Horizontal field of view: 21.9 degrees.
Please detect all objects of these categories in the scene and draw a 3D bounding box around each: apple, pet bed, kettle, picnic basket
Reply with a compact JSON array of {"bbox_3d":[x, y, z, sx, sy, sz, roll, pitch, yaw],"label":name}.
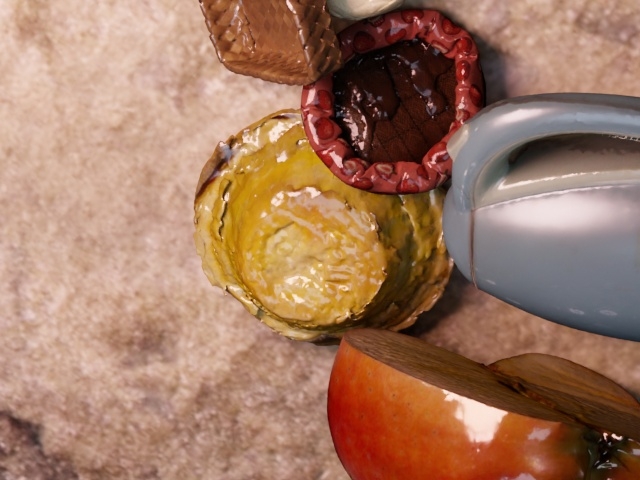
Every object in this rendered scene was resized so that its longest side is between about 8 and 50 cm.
[{"bbox_3d":[0.195,0.193,1.666,0.329,0.365,0.295,-30,112,-14],"label":"apple"},{"bbox_3d":[0.075,-0.139,1.680,0.201,0.053,0.201,0,88,2],"label":"pet bed"},{"bbox_3d":[0.283,-0.040,1.608,0.342,0.247,0.319,3,145,14],"label":"kettle"},{"bbox_3d":[-0.049,-0.215,1.649,0.193,0.055,0.110,19,132,53],"label":"picnic basket"}]

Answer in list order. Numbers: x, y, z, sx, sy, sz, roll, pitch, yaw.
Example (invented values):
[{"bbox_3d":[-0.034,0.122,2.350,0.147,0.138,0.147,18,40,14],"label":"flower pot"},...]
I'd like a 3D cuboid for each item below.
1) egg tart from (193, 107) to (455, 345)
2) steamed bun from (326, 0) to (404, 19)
[{"bbox_3d":[0.000,0.000,1.764,0.295,0.116,0.294,4,117,9],"label":"egg tart"},{"bbox_3d":[0.039,-0.277,1.639,0.130,0.091,0.112,-21,112,20],"label":"steamed bun"}]
